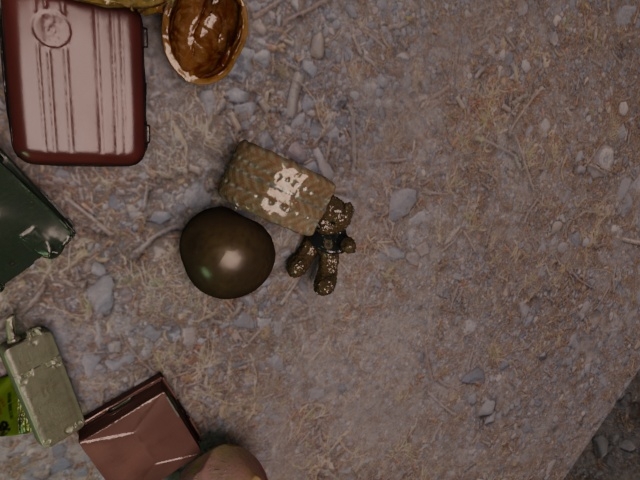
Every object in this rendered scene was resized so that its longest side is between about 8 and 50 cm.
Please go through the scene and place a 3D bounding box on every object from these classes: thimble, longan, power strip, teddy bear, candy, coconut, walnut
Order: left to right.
[{"bbox_3d":[-0.696,0.347,0.938,0.246,0.069,0.149,-6,103,-32],"label":"candy"},{"bbox_3d":[-0.574,0.277,0.972,0.093,0.053,0.288,-26,111,-43],"label":"power strip"},{"bbox_3d":[-0.245,-0.423,0.968,0.167,0.087,0.211,22,94,-36],"label":"walnut"},{"bbox_3d":[-0.229,0.609,1.111,0.233,0.233,0.245,33,126,-29],"label":"coconut"},{"bbox_3d":[-0.203,0.029,1.043,0.198,0.198,0.212,-45,119,-10],"label":"longan"},{"bbox_3d":[-0.100,-0.113,1.051,0.229,0.196,0.148,24,96,-21],"label":"thimble"},{"bbox_3d":[0.006,-0.005,1.173,0.181,0.129,0.252,25,116,10],"label":"teddy bear"}]

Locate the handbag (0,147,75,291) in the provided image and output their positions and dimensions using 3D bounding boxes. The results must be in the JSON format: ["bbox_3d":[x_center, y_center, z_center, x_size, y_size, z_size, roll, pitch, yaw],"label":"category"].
[{"bbox_3d":[-0.626,-0.027,0.857,0.247,0.079,0.260,-38,129,-11],"label":"handbag"}]

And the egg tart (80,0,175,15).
[{"bbox_3d":[-0.374,-0.487,0.799,0.278,0.279,0.095,4,139,-27],"label":"egg tart"}]

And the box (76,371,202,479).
[{"bbox_3d":[-0.409,0.454,1.097,0.215,0.086,0.215,-28,113,-18],"label":"box"}]

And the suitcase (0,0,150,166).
[{"bbox_3d":[-0.438,-0.285,0.862,0.236,0.161,0.297,-3,104,-26],"label":"suitcase"}]
